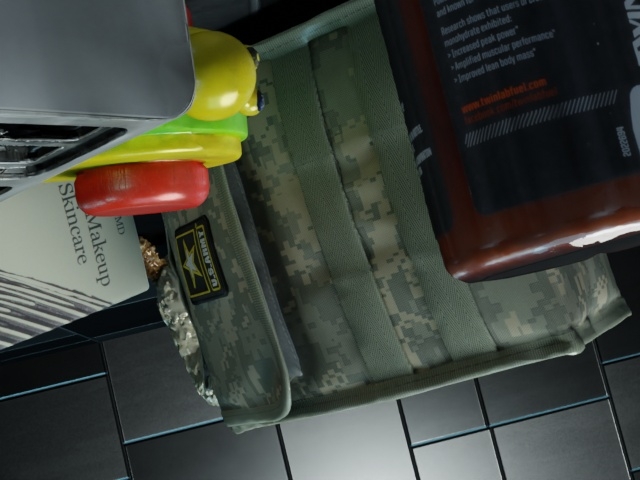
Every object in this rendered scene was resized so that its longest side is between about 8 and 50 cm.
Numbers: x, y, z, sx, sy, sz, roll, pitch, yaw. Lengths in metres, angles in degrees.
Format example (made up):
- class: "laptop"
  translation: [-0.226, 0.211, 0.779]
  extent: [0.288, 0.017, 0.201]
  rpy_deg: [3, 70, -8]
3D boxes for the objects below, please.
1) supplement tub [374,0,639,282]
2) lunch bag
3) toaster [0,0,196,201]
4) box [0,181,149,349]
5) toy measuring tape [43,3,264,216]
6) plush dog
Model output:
- class: "supplement tub"
  translation: [0.074, -0.089, 0.439]
  extent: [0.106, 0.198, 0.106]
  rpy_deg: [-14, 174, -1]
- class: "lunch bag"
  translation: [0.013, -0.016, 0.747]
  extent: [0.287, 0.235, 0.169]
  rpy_deg: [-18, 177, 28]
- class: "toaster"
  translation: [-0.163, -0.075, 0.457]
  extent: [0.168, 0.110, 0.185]
  rpy_deg: [-20, 170, 37]
- class: "box"
  translation: [-0.256, 0.025, 0.792]
  extent: [0.094, 0.113, 0.275]
  rpy_deg: [-1, -163, 44]
- class: "toy measuring tape"
  translation: [-0.136, -0.063, 0.652]
  extent: [0.121, 0.121, 0.330]
  rpy_deg: [-7, 180, -42]
- class: "plush dog"
  translation: [-0.079, 0.034, 1.383]
  extent: [0.225, 0.211, 0.262]
  rpy_deg: [-29, -161, 7]
